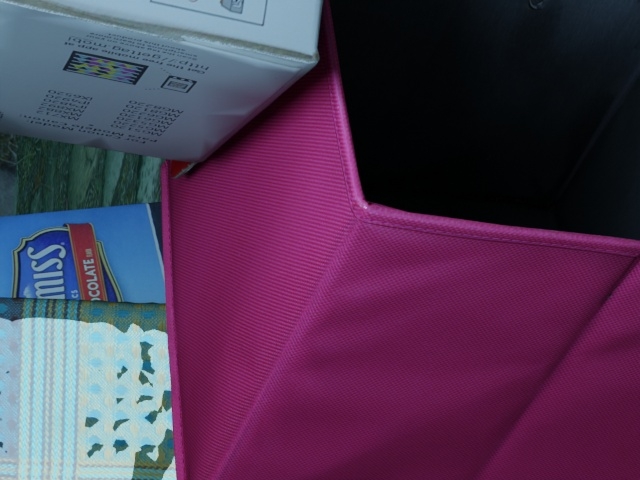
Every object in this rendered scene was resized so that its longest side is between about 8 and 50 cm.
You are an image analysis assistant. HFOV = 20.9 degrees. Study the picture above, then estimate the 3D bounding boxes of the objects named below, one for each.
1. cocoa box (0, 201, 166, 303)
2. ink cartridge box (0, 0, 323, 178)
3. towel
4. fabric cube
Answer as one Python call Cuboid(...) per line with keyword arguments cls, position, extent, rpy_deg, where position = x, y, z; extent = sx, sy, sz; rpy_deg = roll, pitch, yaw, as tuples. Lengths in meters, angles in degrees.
Cuboid(cls="cocoa box", position=(-0.125, 0.170, 1.257), extent=(0.231, 0.228, 0.347), rpy_deg=(-107, 17, -45))
Cuboid(cls="ink cartridge box", position=(-0.078, -0.203, 0.788), extent=(0.272, 0.130, 0.309), rpy_deg=(150, 129, -71))
Cuboid(cls="towel", position=(-0.049, 0.172, 1.025), extent=(0.040, 0.370, 0.271), rpy_deg=(84, -171, -83))
Cuboid(cls="fabric cube", position=(0.078, -0.014, 0.852), extent=(0.258, 0.259, 0.254), rpy_deg=(116, 154, -45))
